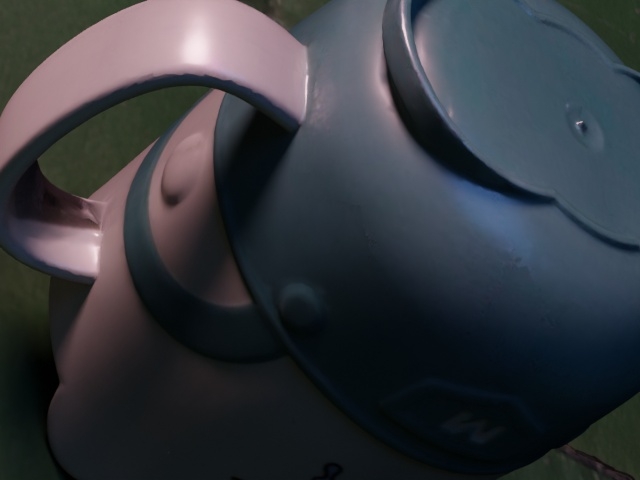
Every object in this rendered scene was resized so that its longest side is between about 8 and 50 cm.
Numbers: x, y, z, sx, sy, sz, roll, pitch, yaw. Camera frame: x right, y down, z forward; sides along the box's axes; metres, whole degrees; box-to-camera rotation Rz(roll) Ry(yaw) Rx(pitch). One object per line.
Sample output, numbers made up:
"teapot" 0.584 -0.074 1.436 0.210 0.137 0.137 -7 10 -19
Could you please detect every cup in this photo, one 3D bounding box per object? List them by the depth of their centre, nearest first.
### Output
"cup" 0.000 0.000 0.662 0.289 0.257 0.219 27 46 -30
